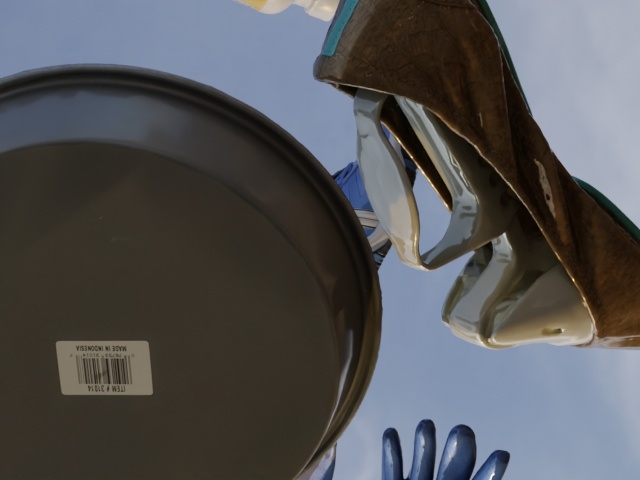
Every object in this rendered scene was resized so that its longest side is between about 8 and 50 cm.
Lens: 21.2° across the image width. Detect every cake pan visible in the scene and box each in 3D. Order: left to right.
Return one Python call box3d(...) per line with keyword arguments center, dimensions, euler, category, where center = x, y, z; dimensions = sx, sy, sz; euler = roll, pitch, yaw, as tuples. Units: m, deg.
box3d(center=(-0.113, 0.050, 0.917), dimensions=(0.054, 0.293, 0.293), euler=(-84, -12, -61), category="cake pan")

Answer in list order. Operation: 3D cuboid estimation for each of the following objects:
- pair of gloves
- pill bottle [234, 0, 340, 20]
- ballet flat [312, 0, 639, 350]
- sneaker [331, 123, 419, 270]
box3d(center=(0.017, 0.147, 0.991), dimensions=(0.023, 0.198, 0.159), euler=(-41, -27, -58), category="pair of gloves")
box3d(center=(-0.064, -0.259, 1.486), dimensions=(0.103, 0.184, 0.103), euler=(-160, 90, -78), category="pill bottle")
box3d(center=(0.101, -0.016, 1.010), dimensions=(0.124, 0.116, 0.342), euler=(-51, -55, -19), category="ballet flat")
box3d(center=(0.000, 0.000, 1.141), dimensions=(0.211, 0.081, 0.080), euler=(-58, 3, 24), category="sneaker")
